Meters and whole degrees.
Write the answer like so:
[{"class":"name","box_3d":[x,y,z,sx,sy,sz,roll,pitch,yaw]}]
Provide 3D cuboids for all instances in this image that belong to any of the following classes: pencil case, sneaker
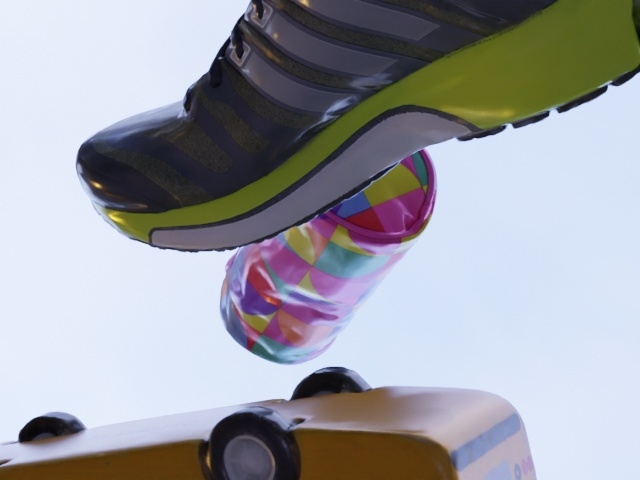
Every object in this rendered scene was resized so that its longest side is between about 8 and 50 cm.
[{"class":"pencil case","box_3d":[0.000,0.000,1.250,0.104,0.236,0.104,7,-118,-14]},{"class":"sneaker","box_3d":[0.007,-0.091,0.761,0.300,0.111,0.121,-24,-71,32]}]

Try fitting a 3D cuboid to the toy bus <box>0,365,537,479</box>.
[{"class":"toy bus","box_3d":[-0.059,0.147,0.956,0.332,0.108,0.130,-11,-86,26]}]
